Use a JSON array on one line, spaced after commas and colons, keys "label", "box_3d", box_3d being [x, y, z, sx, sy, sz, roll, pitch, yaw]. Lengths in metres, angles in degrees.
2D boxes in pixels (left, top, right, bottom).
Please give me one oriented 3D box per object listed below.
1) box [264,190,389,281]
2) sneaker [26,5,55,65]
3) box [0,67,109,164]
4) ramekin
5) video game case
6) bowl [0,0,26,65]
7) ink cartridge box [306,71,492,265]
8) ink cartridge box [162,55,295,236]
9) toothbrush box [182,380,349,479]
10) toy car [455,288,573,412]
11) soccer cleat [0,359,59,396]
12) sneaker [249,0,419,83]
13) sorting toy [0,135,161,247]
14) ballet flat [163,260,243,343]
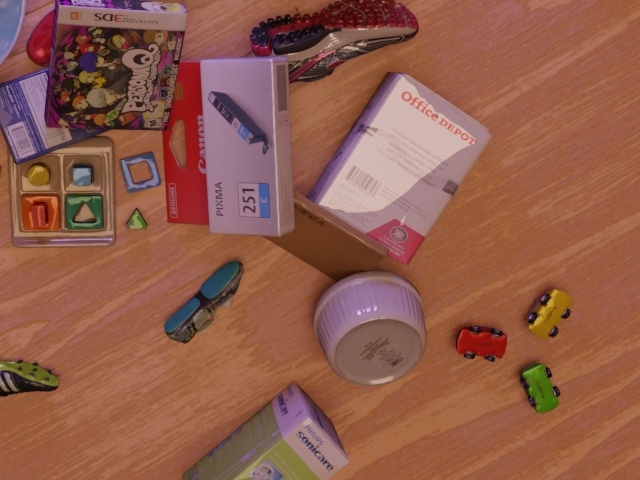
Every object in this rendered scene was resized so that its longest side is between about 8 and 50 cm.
[{"label": "box", "box_3d": [0.000, 0.000, 1.951, 0.201, 0.164, 0.021, 31, 59, -13]}, {"label": "sneaker", "box_3d": [-0.403, -0.373, 1.827, 0.221, 0.128, 0.087, -41, 103, -1]}, {"label": "box", "box_3d": [-0.440, -0.232, 1.879, 0.225, 0.036, 0.136, -23, 103, -17]}, {"label": "ramekin", "box_3d": [0.094, 0.166, 1.973, 0.207, 0.109, 0.207, -5, 127, -7]}, {"label": "video game case", "box_3d": [-0.339, -0.288, 1.810, 0.210, 0.042, 0.232, 0, 129, -23]}, {"label": "bowl", "box_3d": [-0.644, -0.395, 1.733, 0.312, 0.163, 0.311, -18, 115, -43]}, {"label": "ink cartridge box", "box_3d": [0.139, -0.130, 1.958, 0.207, 0.117, 0.283, 32, 95, -12]}, {"label": "ink cartridge box", "box_3d": [-0.175, -0.160, 1.865, 0.261, 0.066, 0.296, 3, 102, 25]}, {"label": "toothbrush box", "box_3d": [-0.105, 0.412, 1.979, 0.283, 0.206, 0.122, -41, 103, 0]}, {"label": "toy car", "box_3d": [0.391, 0.224, 2.096, 0.239, 0.053, 0.225, -24, 103, -3]}, {"label": "soccer cleat", "box_3d": [-0.557, 0.251, 1.962, 0.179, 0.060, 0.072, 12, 108, -4]}, {"label": "sneaker", "box_3d": [0.026, -0.347, 1.916, 0.299, 0.121, 0.112, -13, 131, -7]}, {"label": "sorting toy", "box_3d": [-0.453, -0.082, 1.915, 0.348, 0.047, 0.196, -1, 101, -8]}, {"label": "ballet flat", "box_3d": [-0.200, 0.115, 1.990, 0.188, 0.070, 0.070, -41, 103, 3]}]
